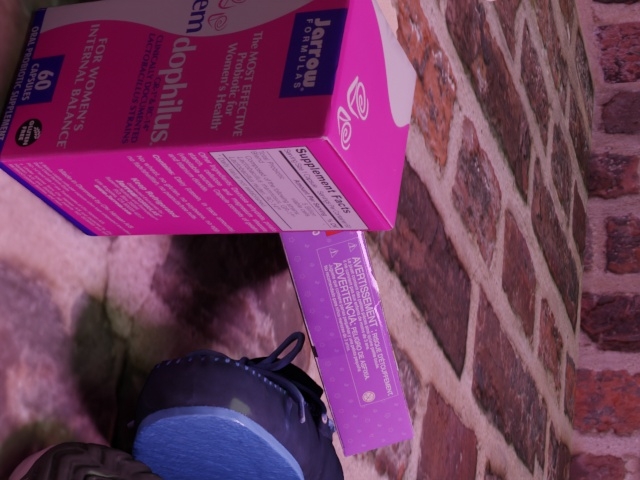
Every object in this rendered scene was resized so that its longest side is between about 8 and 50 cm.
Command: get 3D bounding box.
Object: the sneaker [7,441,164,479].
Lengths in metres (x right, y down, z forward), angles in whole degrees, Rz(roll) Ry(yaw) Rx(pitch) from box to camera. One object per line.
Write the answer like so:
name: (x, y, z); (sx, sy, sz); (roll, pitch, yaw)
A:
sneaker: (-0.110, 0.309, 0.613); (0.145, 0.147, 0.385); (-32, 100, -60)

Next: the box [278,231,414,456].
box: (0.000, 0.000, 0.792); (0.293, 0.057, 0.201); (-107, -178, -63)

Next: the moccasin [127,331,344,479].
moccasin: (-0.059, 0.142, 0.766); (0.342, 0.137, 0.117); (74, 19, -63)

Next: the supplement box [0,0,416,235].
supplement box: (-0.066, -0.075, 0.599); (0.114, 0.220, 0.111); (50, 44, -57)

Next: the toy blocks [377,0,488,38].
toy blocks: (-0.039, -0.299, 0.745); (0.260, 0.309, 0.288); (63, -1, 26)
